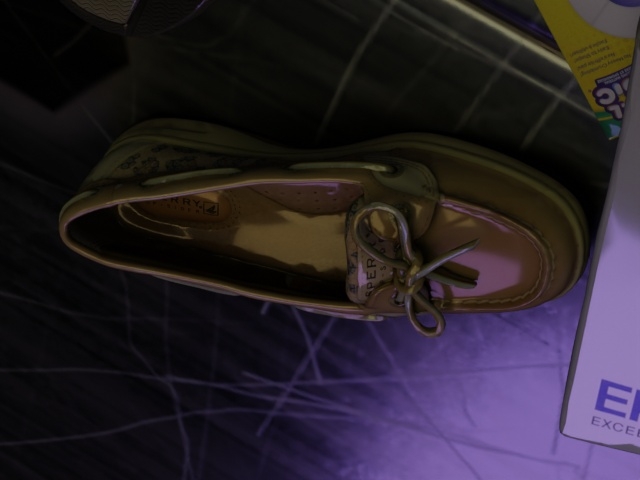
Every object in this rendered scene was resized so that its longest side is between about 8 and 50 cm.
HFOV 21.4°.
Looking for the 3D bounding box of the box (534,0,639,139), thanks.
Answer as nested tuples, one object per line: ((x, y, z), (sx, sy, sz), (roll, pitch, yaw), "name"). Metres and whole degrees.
((0.155, -0.126, 0.804), (0.105, 0.043, 0.179), (-22, 110, 31), "box")

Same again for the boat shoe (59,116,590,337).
((0.000, 0.000, 0.915), (0.285, 0.089, 0.105), (6, 119, 20), "boat shoe")

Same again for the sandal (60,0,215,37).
((-0.045, -0.234, 0.812), (0.120, 0.086, 0.303), (29, 111, 13), "sandal")

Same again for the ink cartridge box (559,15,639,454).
((0.292, -0.006, 0.764), (0.324, 0.071, 0.330), (13, 130, 12), "ink cartridge box")
